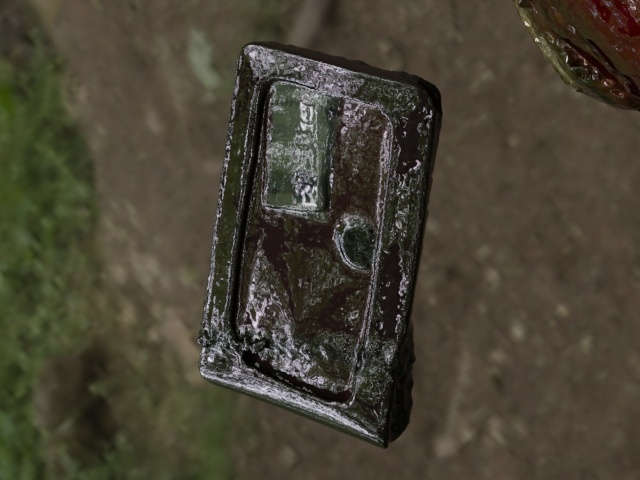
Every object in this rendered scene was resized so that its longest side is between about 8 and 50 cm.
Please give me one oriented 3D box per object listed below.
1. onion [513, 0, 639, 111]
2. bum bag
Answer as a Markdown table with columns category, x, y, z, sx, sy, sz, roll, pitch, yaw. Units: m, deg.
| category | x | y | z | sx | sy | sz | roll | pitch | yaw |
| --- | --- | --- | --- | --- | --- | --- | --- | --- | --- |
| onion | 0.194 | -0.195 | 0.718 | 0.341 | 0.341 | 0.341 | 45 | 165 | 16 |
| bum bag | 0.000 | 0.000 | 0.729 | 0.109 | 0.026 | 0.159 | 19 | 108 | 34 |
